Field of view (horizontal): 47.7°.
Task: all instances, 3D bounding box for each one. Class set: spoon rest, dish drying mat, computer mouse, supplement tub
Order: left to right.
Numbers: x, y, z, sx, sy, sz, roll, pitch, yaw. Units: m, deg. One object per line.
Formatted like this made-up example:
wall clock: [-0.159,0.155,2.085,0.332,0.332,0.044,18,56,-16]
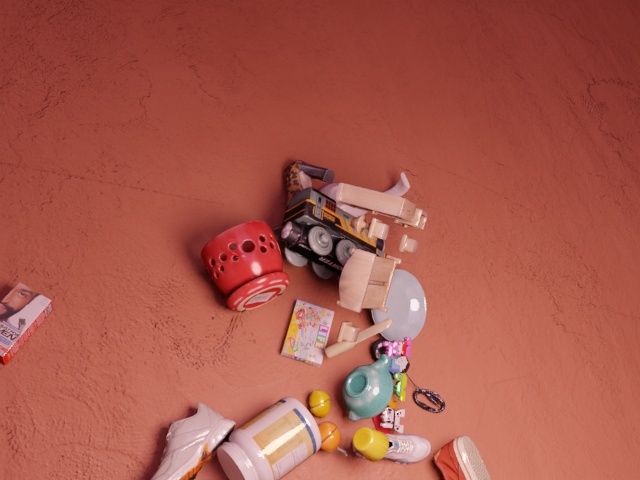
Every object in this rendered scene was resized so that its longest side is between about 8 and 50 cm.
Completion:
supplement tub: [-0.113,0.455,1.599,0.199,0.144,0.144,-29,70,-29]
spoon rest: [0.118,-0.123,2.088,0.276,0.084,0.137,-14,61,-9]
dish drying mat: [0.148,0.448,1.763,0.032,0.008,0.083,-11,61,-21]
computer mouse: [0.221,0.345,1.836,0.071,0.041,0.242,-41,83,-11]

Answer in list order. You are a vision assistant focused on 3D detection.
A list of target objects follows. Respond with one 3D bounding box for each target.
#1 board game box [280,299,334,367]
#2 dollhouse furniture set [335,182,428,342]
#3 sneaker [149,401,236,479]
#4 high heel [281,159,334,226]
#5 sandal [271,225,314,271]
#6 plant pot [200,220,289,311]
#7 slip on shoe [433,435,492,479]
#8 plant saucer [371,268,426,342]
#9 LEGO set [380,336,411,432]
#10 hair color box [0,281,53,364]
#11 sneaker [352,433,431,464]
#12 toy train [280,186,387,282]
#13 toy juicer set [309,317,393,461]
board game box: [-0.032,0.235,1.834,0.103,0.026,0.154,19,55,-5]
dollhouse furniture set: [0.101,0.058,1.780,0.173,0.303,0.356,17,91,25]
sneaker: [-0.310,0.464,1.577,0.121,0.099,0.262,35,48,16]
high heel: [-0.082,-0.102,2.028,0.093,0.186,0.261,38,77,-41]
sandal: [-0.059,0.022,1.920,0.180,0.049,0.072,36,91,-8]
plant pot: [-0.178,0.068,1.800,0.191,0.191,0.174,-20,69,-26]
slip on shoe: [0.357,0.622,1.666,0.123,0.101,0.331,4,60,-60]
plant saucer: [0.197,0.174,1.902,0.195,0.037,0.195,6,80,-35]
LEGO set: [0.154,0.346,1.764,0.093,0.087,0.227,9,79,-14]
hair color box: [-0.704,0.188,1.652,0.093,0.053,0.167,29,54,4]
sneaker: [0.176,0.487,1.696,0.190,0.083,0.071,4,69,-13]
toy train: [0.043,0.001,1.890,0.334,0.142,0.190,27,55,-30]
toy juicer set: [0.078,0.355,1.716,0.089,0.209,0.329,41,48,-43]
